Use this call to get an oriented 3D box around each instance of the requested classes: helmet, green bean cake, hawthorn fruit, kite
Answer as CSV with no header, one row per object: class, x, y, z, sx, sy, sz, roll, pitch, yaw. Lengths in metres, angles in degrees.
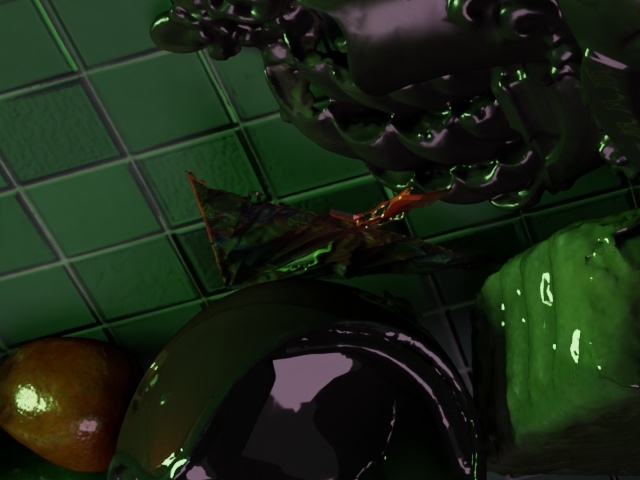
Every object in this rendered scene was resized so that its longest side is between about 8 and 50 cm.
helmet,-0.013,0.119,1.068,0.189,0.193,0.216,34,115,-18
green bean cake,0.205,0.057,1.039,0.222,0.125,0.227,4,166,-15
hawthorn fruit,-0.150,0.093,1.124,0.093,0.081,0.081,4,139,10
kite,0.000,0.001,1.040,0.232,0.009,0.189,12,156,-38

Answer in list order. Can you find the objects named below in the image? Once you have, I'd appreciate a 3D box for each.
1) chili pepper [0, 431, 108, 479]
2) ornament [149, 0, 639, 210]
chili pepper,-0.114,0.150,1.191,0.224,0.061,0.098,-5,95,-1
ornament,0.052,-0.085,0.940,0.260,0.106,0.251,-10,150,22
